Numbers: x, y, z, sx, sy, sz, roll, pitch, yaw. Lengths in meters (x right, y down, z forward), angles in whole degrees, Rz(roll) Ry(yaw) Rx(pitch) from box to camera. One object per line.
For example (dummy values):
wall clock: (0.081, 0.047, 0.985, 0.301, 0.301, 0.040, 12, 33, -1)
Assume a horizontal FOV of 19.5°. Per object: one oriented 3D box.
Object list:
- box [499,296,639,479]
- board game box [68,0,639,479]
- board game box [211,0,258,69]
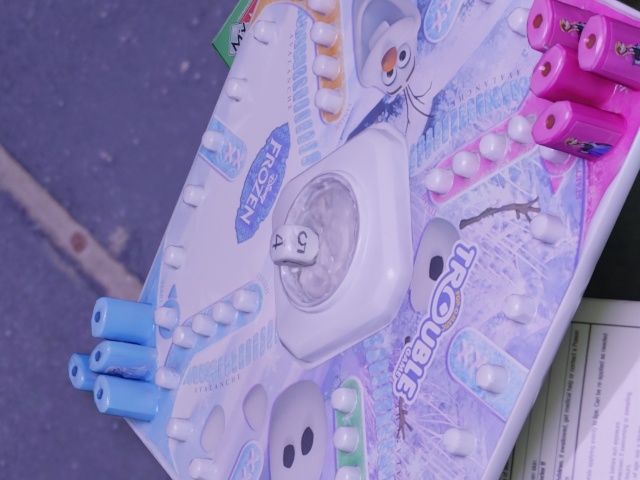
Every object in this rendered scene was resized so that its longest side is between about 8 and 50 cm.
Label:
box: (0.179, 0.114, 1.009, 0.232, 0.127, 0.149, 4, 80, 27)
board game box: (0.000, 0.000, 1.069, 0.390, 0.050, 0.390, 41, 112, 54)
board game box: (0.069, -0.178, 1.147, 0.317, 0.046, 0.213, -55, 47, 25)
